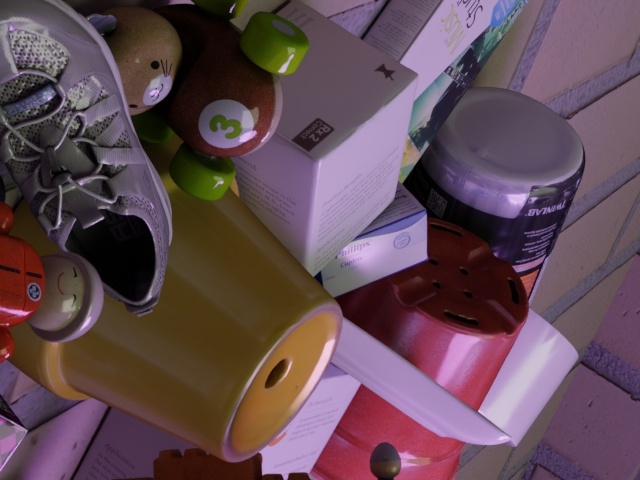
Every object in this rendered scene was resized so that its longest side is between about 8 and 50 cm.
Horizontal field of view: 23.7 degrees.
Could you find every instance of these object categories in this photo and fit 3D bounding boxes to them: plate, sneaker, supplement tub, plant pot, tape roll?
[{"bbox_3d":[0.034,0.111,1.539,0.045,0.277,0.278,-56,-164,-2],"label":"plate"},{"bbox_3d":[-0.172,-0.062,1.082,0.105,0.115,0.281,-27,132,6],"label":"sneaker"},{"bbox_3d":[0.198,-0.011,1.971,0.207,0.207,0.338,-37,153,-42],"label":"supplement tub"},{"bbox_3d":[0.103,0.131,1.829,0.272,0.272,0.265,-29,155,-51],"label":"plant pot"},{"bbox_3d":[-0.120,0.057,1.315,0.254,0.239,0.254,-46,157,-27],"label":"plant pot"},{"bbox_3d":[0.239,0.172,2.286,0.169,0.246,0.246,-54,160,-8],"label":"tape roll"}]

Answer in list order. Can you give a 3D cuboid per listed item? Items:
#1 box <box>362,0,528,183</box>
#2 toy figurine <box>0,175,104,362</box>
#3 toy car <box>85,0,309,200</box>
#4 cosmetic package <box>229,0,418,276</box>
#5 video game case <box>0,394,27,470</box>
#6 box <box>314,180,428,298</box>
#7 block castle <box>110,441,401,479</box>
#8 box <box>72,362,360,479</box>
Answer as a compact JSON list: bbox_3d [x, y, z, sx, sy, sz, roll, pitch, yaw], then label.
[{"bbox_3d":[0.125,-0.217,1.712,0.322,0.058,0.232,-54,159,-3],"label":"box"},{"bbox_3d":[-0.269,0.048,1.001,0.148,0.213,0.210,19,104,-53],"label":"toy figurine"},{"bbox_3d":[-0.132,-0.127,1.174,0.188,0.149,0.155,-3,133,-51],"label":"toy car"},{"bbox_3d":[-0.020,-0.093,1.436,0.151,0.151,0.184,-43,156,-33],"label":"cosmetic package"},{"bbox_3d":[-0.323,0.186,1.128,0.042,0.210,0.232,34,89,-33],"label":"video game case"},{"bbox_3d":[0.023,-0.021,1.563,0.126,0.137,0.072,-22,133,-18],"label":"box"},{"bbox_3d":[-0.136,0.284,1.362,0.303,0.453,0.213,34,52,-71],"label":"block castle"},{"bbox_3d":[-0.130,0.245,1.676,0.345,0.168,0.215,-61,159,14],"label":"box"}]
